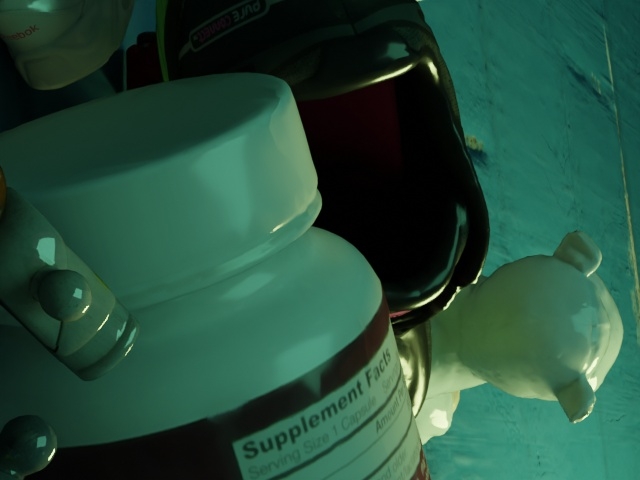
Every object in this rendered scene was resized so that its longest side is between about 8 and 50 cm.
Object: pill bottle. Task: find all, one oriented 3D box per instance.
[{"bbox_3d":[-0.056,0.126,0.935,0.224,0.224,0.392,-50,128,-62],"label":"pill bottle"}]

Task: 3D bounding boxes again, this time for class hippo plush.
[{"bbox_3d":[0.120,0.042,1.450,0.294,0.236,0.234,20,63,-66],"label":"hippo plush"}]

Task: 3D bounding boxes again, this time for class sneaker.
[{"bbox_3d":[0.000,0.000,1.108,0.483,0.185,0.202,78,-12,-51],"label":"sneaker"},{"bbox_3d":[-0.155,-0.211,1.081,0.115,0.090,0.232,51,35,-45],"label":"sneaker"}]

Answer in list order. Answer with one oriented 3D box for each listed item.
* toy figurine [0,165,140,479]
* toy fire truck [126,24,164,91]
[{"bbox_3d":[-0.191,0.066,0.713,0.148,0.209,0.213,50,36,-42],"label":"toy figurine"},{"bbox_3d":[-0.057,-0.112,1.213,0.135,0.192,0.047,10,69,-37],"label":"toy fire truck"}]
